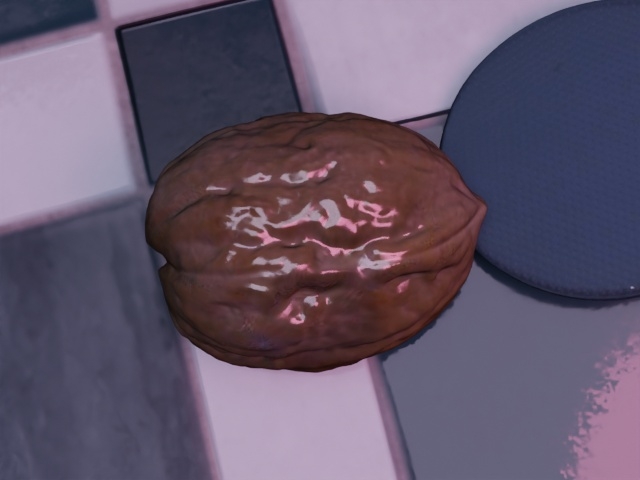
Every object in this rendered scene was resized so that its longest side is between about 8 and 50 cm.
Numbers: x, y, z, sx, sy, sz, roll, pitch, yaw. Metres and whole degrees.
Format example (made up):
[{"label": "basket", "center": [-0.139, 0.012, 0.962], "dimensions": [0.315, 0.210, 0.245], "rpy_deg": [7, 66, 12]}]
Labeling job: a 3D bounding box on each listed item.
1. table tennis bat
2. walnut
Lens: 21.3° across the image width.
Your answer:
[{"label": "table tennis bat", "center": [0.239, -0.069, 1.159], "dimensions": [0.329, 0.044, 0.215], "rpy_deg": [-7, 72, 20]}, {"label": "walnut", "center": [0.000, 0.000, 1.151], "dimensions": [0.231, 0.178, 0.178], "rpy_deg": [-11, 84, -2]}]
